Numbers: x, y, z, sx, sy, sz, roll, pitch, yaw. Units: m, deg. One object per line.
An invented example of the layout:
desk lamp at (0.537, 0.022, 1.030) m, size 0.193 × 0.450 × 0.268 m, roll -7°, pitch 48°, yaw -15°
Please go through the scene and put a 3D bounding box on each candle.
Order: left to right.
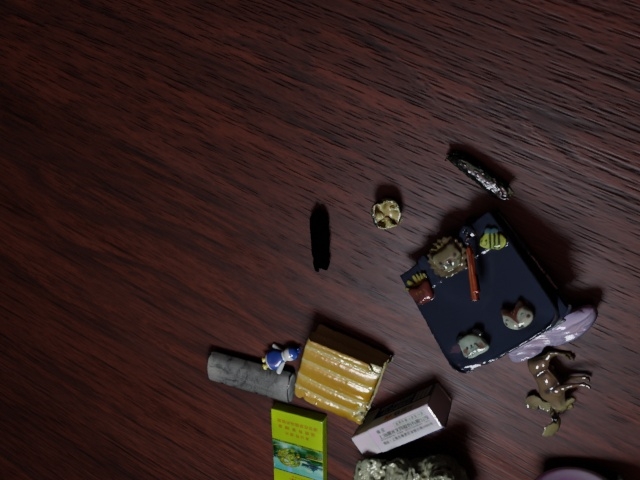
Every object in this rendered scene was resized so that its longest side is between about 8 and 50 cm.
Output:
candle at (0.352, 0.057, 1.297) m, size 0.026 × 0.021 × 0.167 m, roll -10°, pitch 85°, yaw 50°

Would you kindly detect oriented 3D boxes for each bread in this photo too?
bread at (0.063, 0.403, 1.659) m, size 0.246 × 0.111 × 0.239 m, roll 21°, pitch 120°, yaw 12°

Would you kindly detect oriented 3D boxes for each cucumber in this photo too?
cucumber at (0.378, -0.159, 1.336) m, size 0.181 × 0.053 × 0.053 m, roll 37°, pitch 120°, yaw 7°

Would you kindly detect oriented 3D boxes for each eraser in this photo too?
eraser at (0.235, 0.524, 1.624) m, size 0.287 × 0.130 × 0.086 m, roll -35°, pitch 93°, yaw 31°

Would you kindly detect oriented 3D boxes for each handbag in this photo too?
handbag at (0.383, 0.124, 1.364) m, size 0.303 × 0.122 × 0.329 m, roll -40°, pitch 73°, yaw 30°

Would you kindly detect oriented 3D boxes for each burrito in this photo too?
burrito at (0.000, 0.001, 1.563) m, size 0.058 × 0.045 × 0.188 m, roll 2°, pitch 109°, yaw 15°

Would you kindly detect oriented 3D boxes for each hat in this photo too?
hat at (0.171, -0.074, 1.455) m, size 0.076 × 0.059 × 0.077 m, roll -14°, pitch 110°, yaw 10°

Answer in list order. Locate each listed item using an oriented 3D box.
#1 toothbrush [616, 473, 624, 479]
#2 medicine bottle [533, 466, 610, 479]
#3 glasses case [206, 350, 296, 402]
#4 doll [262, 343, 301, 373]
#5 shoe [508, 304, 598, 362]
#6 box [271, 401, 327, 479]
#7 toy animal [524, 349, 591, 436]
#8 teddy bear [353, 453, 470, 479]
toothbrush at (0.862, 0.738, 1.501) m, size 0.022 × 0.026 × 0.263 m, roll -27°, pitch 98°, yaw 35°
medicine bottle at (0.684, 0.795, 1.467) m, size 0.256 × 0.256 × 0.324 m, roll -6°, pitch 115°, yaw 25°
glasses case at (-0.227, 0.443, 1.826) m, size 0.299 × 0.060 × 0.114 m, roll 11°, pitch 115°, yaw 19°
doll at (-0.122, 0.364, 1.749) m, size 0.143 × 0.058 × 0.098 m, roll -25°, pitch 61°, yaw 22°
shoe at (0.549, 0.196, 1.383) m, size 0.245 × 0.095 × 0.137 m, roll -35°, pitch 86°, yaw 31°
box at (-0.069, 0.709, 1.875) m, size 0.187 × 0.047 × 0.335 m, roll 8°, pitch 114°, yaw 20°
toy animal at (0.599, 0.386, 1.445) m, size 0.186 × 0.094 × 0.214 m, roll -33°, pitch 88°, yaw 25°
teddy bear at (0.261, 0.740, 1.626) m, size 0.368 × 0.224 × 0.357 m, roll -12°, pitch 128°, yaw 21°
